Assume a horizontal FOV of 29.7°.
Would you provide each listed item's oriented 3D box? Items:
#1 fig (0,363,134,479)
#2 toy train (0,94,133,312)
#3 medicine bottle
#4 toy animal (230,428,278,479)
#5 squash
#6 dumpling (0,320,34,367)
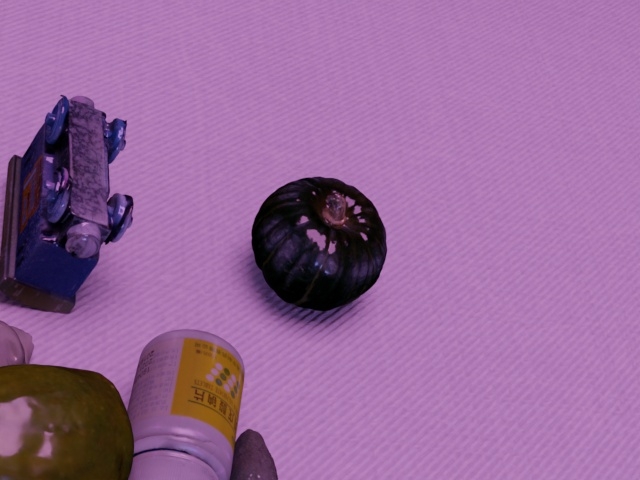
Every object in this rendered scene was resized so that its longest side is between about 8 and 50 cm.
[{"bbox_3d":[-0.368,0.241,1.346,0.314,0.233,0.233,3,44,-23],"label":"fig"},{"bbox_3d":[-0.357,-0.059,1.704,0.131,0.202,0.299,22,37,-27],"label":"toy train"},{"bbox_3d":[-0.176,0.245,1.499,0.143,0.143,0.258,16,42,-8],"label":"medicine bottle"},{"bbox_3d":[-0.095,0.338,1.483,0.070,0.079,0.253,23,42,-13],"label":"toy animal"},{"bbox_3d":[-0.001,0.004,1.816,0.218,0.172,0.218,26,51,-37],"label":"squash"},{"bbox_3d":[-0.422,0.166,1.511,0.188,0.108,0.127,-14,74,-56],"label":"dumpling"}]
